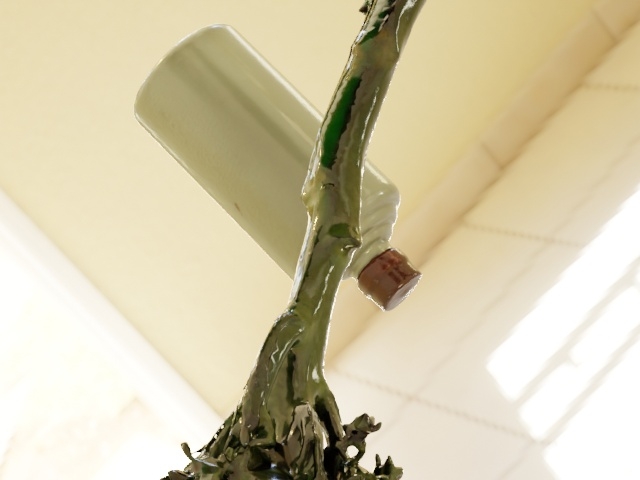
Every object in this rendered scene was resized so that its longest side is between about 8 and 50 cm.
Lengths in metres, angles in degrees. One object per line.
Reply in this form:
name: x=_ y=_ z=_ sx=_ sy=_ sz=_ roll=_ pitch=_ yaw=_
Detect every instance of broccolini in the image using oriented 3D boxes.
broccolini: x=0.006 y=-0.001 z=0.564 sx=0.057 sy=0.071 sz=0.254 roll=-9 pitch=53 yaw=38

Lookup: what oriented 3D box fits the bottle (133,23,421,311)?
bottle: x=-0.022 y=-0.045 z=1.403 sx=0.104 sy=0.245 sz=0.104 roll=-41 pitch=-15 yaw=-13
